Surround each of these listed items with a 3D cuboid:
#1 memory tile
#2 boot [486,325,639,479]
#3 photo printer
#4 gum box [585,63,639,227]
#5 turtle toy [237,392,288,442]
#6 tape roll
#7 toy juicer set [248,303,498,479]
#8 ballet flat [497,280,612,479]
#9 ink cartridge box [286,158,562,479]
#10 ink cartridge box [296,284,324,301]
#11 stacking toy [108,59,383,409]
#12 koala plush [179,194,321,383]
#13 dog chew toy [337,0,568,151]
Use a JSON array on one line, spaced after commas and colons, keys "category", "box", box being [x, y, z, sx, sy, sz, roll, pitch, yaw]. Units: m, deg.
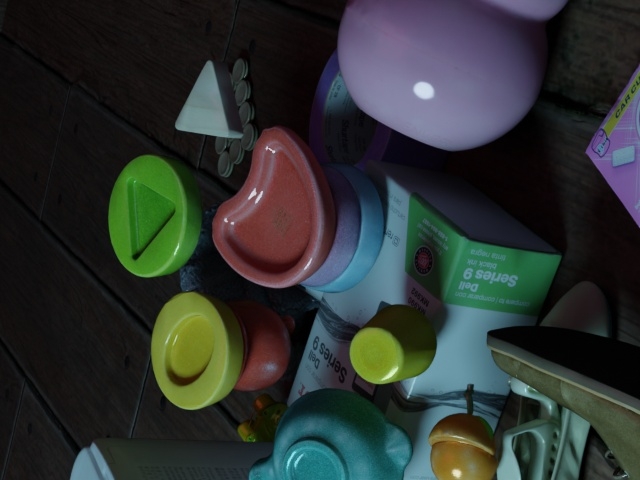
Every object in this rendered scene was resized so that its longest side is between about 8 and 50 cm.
[{"category": "memory tile", "box": [-0.121, -0.170, 2.052, 0.113, 0.012, 0.148, -45, 46, 48]}, {"category": "boot", "box": [0.244, 0.149, 1.177, 0.305, 0.112, 0.115, 25, 116, 47]}, {"category": "photo printer", "box": [-0.083, 0.314, 1.537, 0.256, 0.308, 0.107, 52, 128, 48]}, {"category": "gum box", "box": [0.307, -0.110, 1.206, 0.188, 0.062, 0.107, -62, 34, 31]}, {"category": "turtle toy", "box": [-0.046, 0.239, 1.744, 0.095, 0.066, 0.130, 51, 132, 24]}, {"category": "tape roll", "box": [0.066, -0.134, 1.633, 0.189, 0.080, 0.189, -23, 63, 57]}, {"category": "toy juicer set", "box": [0.036, 0.232, 1.363, 0.209, 0.089, 0.329, 47, 115, 12]}, {"category": "ballet flat", "box": [0.200, 0.156, 1.307, 0.086, 0.086, 0.248, 6, 88, 61]}, {"category": "ink cartridge box", "box": [0.095, 0.094, 1.471, 0.211, 0.122, 0.289, 44, 120, 56]}, {"category": "ink cartridge box", "box": [0.000, 0.000, 1.593, 0.104, 0.180, 0.060, -56, -15, -15]}, {"category": "stacking toy", "box": [-0.074, -0.008, 1.528, 0.309, 0.130, 0.279, -50, 56, 31]}, {"category": "koala plush", "box": [-0.066, 0.055, 1.732, 0.196, 0.203, 0.221, 59, 165, 20]}, {"category": "dog chew toy", "box": [0.152, -0.256, 1.404, 0.331, 0.207, 0.206, -64, 32, 12]}]
